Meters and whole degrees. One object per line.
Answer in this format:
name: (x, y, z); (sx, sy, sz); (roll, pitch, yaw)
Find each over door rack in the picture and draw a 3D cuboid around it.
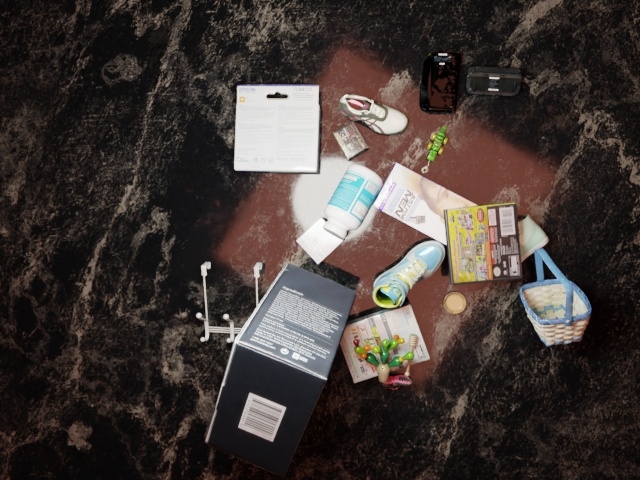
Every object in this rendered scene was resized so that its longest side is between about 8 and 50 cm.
over door rack: (-0.360, 0.249, 1.913); (0.240, 0.108, 0.323); (2, 94, 6)

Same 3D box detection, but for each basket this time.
basket: (0.816, 0.200, 1.696); (0.201, 0.254, 0.288); (-16, 120, 10)

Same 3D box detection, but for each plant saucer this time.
plant saucer: (0.515, 0.239, 1.858); (0.084, 0.015, 0.083); (0, 93, 6)

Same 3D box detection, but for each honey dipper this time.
honey dipper: (0.334, 0.427, 1.792); (0.031, 0.030, 0.160); (7, 97, 6)

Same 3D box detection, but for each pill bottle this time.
pill bottle: (0.110, -0.138, 1.791); (0.146, 0.146, 0.264); (30, 83, 4)

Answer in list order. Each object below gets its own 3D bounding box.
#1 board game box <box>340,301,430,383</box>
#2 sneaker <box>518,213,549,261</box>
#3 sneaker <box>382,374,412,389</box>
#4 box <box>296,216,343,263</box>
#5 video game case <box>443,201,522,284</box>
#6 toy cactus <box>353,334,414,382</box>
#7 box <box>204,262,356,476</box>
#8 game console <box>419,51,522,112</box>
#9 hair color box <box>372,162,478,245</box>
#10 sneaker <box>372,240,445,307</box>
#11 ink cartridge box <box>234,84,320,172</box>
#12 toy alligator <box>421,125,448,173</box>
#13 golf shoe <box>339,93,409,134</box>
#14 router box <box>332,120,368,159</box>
board game box: (0.235, 0.389, 1.860); (0.304, 0.097, 0.223); (-19, 90, 6)
sneaker: (0.694, 0.012, 1.783); (0.256, 0.094, 0.151); (-37, 95, -2)
sneaker: (0.298, 0.560, 1.895); (0.120, 0.047, 0.057); (-1, 115, 7)
box: (0.000, 0.000, 1.873); (0.137, 0.072, 0.126); (-43, 89, 6)
video game case: (0.578, 0.012, 1.725); (0.249, 0.035, 0.274); (-6, 94, 5)
toy cactus: (0.229, 0.433, 1.779); (0.219, 0.112, 0.180); (1, 112, 3)
box: (-0.122, 0.419, 1.643); (0.298, 0.471, 0.479); (21, 120, 3)
game console: (0.556, -0.577, 1.791); (0.362, 0.044, 0.213); (5, 96, 7)
hair color box: (0.385, -0.129, 1.805); (0.339, 0.110, 0.185); (28, 96, 2)
sneaker: (0.319, 0.137, 1.750); (0.127, 0.208, 0.319); (47, 111, -1)
ink cartridge box: (-0.164, -0.428, 1.869); (0.325, 0.071, 0.329); (3, 91, 7)
toy alligator: (0.428, -0.340, 1.814); (0.056, 0.051, 0.189); (24, 96, 5)
golf shoe: (0.196, -0.470, 1.800); (0.273, 0.120, 0.105); (19, 94, 4)
router box: (0.116, -0.382, 1.853); (0.092, 0.038, 0.122); (-30, 90, 7)
